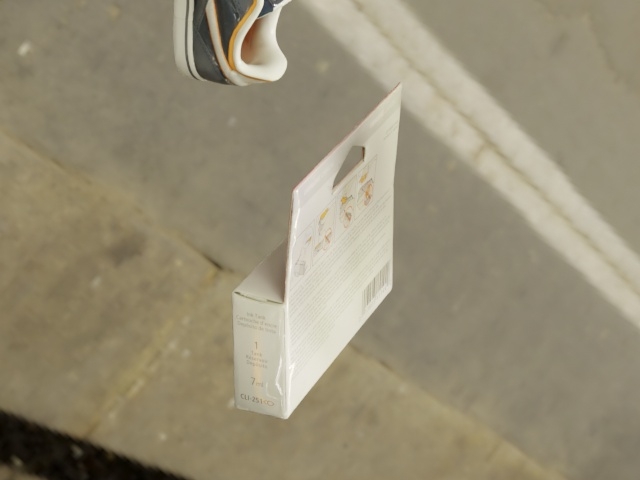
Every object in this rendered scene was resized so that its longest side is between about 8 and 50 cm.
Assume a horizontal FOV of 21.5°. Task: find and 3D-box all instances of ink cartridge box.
[{"bbox_3d":[0.000,0.000,1.741,0.296,0.066,0.261,-47,144,-55],"label":"ink cartridge box"}]

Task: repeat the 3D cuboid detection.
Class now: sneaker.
[{"bbox_3d":[-0.092,-0.318,1.814,0.126,0.127,0.321,-45,140,-46],"label":"sneaker"}]
